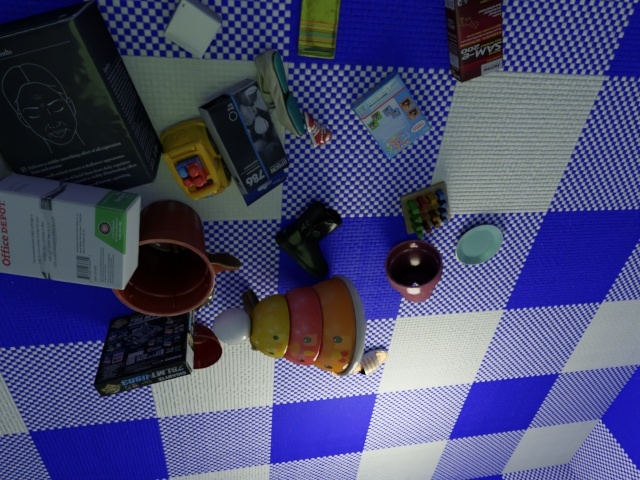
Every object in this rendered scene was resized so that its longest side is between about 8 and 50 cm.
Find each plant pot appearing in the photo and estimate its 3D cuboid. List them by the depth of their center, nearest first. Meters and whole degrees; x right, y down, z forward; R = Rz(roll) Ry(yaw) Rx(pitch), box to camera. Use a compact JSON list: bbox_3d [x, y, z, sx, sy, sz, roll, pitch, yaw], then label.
[{"bbox_3d":[-0.451,0.032,1.349,0.272,0.265,0.272,-7,126,-9],"label":"plant pot"},{"bbox_3d":[0.342,0.127,1.666,0.201,0.201,0.180,-21,143,2],"label":"plant pot"}]

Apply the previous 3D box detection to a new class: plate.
[{"bbox_3d":[0.594,0.013,1.734,0.188,0.024,0.188,-6,127,-8],"label":"plate"}]

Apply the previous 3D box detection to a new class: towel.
[{"bbox_3d":[0.000,-0.586,1.161,0.102,0.021,0.237,-2,125,-13],"label":"towel"}]

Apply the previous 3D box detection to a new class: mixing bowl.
[{"bbox_3d":[-0.456,0.380,1.705,0.181,0.098,0.181,-7,127,-9],"label":"mixing bowl"}]

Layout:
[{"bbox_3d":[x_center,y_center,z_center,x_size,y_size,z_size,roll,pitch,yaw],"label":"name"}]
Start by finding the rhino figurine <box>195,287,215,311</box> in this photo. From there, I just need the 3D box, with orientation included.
[{"bbox_3d":[-0.474,0.163,1.561,0.243,0.073,0.106,20,122,-24],"label":"rhino figurine"}]

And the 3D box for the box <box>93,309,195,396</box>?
[{"bbox_3d":[-0.572,0.345,1.531,0.295,0.293,0.073,-15,126,-3],"label":"box"}]

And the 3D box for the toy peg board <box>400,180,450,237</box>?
[{"bbox_3d":[0.371,-0.093,1.570,0.160,0.079,0.161,-19,128,1],"label":"toy peg board"}]

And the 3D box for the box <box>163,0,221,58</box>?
[{"bbox_3d":[-0.304,-0.513,1.099,0.101,0.087,0.102,27,115,-28],"label":"box"}]

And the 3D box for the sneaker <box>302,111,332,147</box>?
[{"bbox_3d":[-0.007,-0.329,1.332,0.067,0.042,0.118,-18,135,5],"label":"sneaker"}]

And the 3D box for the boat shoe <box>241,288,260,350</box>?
[{"bbox_3d":[-0.248,0.310,1.695,0.104,0.111,0.307,-17,127,-2],"label":"boat shoe"}]

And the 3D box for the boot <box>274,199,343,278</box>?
[{"bbox_3d":[0.000,0.000,1.538,0.207,0.094,0.246,-38,119,19],"label":"boot"}]

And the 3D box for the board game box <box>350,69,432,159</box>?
[{"bbox_3d":[0.211,-0.364,1.360,0.160,0.039,0.211,-35,125,13],"label":"board game box"}]

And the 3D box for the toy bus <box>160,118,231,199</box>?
[{"bbox_3d":[-0.333,-0.187,1.254,0.149,0.211,0.220,-20,129,0],"label":"toy bus"}]

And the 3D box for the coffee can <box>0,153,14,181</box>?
[{"bbox_3d":[-0.829,-0.204,1.081,0.201,0.275,0.202,-6,126,-9],"label":"coffee can"}]

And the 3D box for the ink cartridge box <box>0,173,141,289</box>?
[{"bbox_3d":[-0.586,-0.021,1.071,0.289,0.121,0.211,10,116,-8],"label":"ink cartridge box"}]

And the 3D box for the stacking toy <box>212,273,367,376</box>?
[{"bbox_3d":[-0.118,0.291,1.542,0.479,0.351,0.351,1,125,-20],"label":"stacking toy"}]

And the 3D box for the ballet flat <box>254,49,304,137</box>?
[{"bbox_3d":[-0.114,-0.391,1.250,0.086,0.086,0.248,-19,126,1],"label":"ballet flat"}]

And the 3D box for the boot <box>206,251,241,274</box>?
[{"bbox_3d":[-0.347,0.088,1.549,0.157,0.059,0.085,8,127,-8],"label":"boot"}]

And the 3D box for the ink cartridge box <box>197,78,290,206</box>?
[{"bbox_3d":[-0.192,-0.258,1.288,0.165,0.065,0.333,-39,132,-20],"label":"ink cartridge box"}]

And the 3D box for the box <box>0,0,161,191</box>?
[{"bbox_3d":[-0.603,-0.312,1.098,0.293,0.212,0.396,-15,128,-2],"label":"box"}]

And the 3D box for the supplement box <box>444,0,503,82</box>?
[{"bbox_3d":[0.415,-0.568,1.240,0.130,0.073,0.239,-20,128,1],"label":"supplement box"}]

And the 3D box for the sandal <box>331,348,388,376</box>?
[{"bbox_3d":[0.177,0.558,1.997,0.265,0.076,0.102,-21,128,2],"label":"sandal"}]
